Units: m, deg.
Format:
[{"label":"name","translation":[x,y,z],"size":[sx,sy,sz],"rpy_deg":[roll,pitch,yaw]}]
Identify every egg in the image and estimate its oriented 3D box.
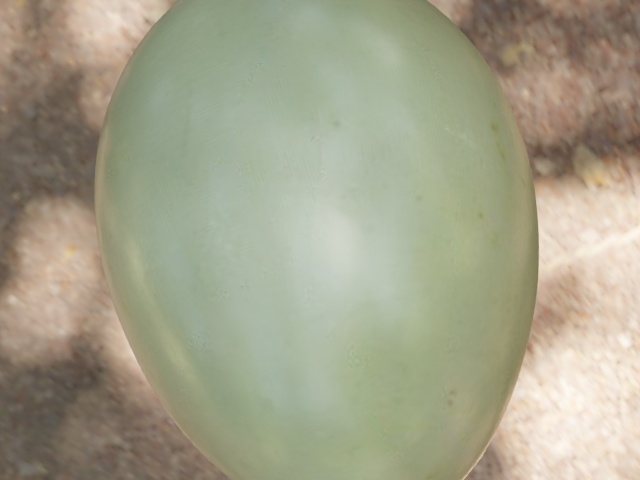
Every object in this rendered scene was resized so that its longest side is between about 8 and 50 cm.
[{"label":"egg","translation":[0.000,0.000,0.815],"size":[0.189,0.188,0.253],"rpy_deg":[-16,68,16]}]
